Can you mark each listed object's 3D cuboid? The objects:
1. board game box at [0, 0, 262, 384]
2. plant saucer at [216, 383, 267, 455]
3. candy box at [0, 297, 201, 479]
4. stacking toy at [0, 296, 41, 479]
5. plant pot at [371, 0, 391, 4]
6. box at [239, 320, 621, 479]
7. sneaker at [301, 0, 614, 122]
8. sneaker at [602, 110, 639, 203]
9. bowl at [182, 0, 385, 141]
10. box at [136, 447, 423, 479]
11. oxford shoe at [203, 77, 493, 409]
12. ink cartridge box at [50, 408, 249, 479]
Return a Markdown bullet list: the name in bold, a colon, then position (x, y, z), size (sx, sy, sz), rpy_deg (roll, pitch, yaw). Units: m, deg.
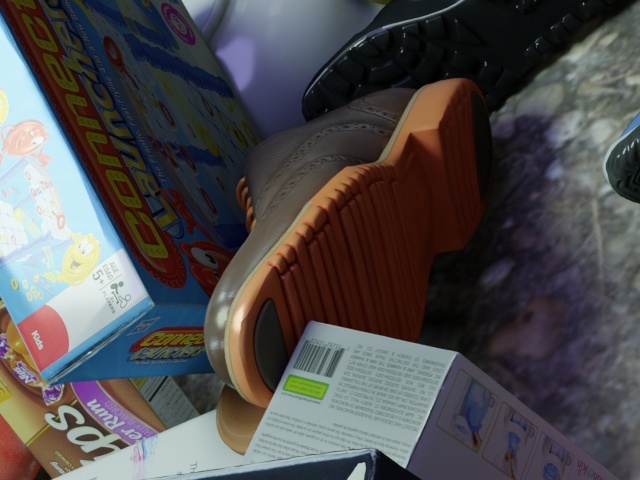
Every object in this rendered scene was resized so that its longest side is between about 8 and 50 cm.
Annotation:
- **board game box**: position (-0.136, -0.060, 1.030), size (0.086, 0.302, 0.308), rpy_deg (-35, 75, 18)
- **plant saucer**: position (-0.032, 0.093, 0.948), size (0.083, 0.013, 0.083), rpy_deg (-26, 42, 26)
- **candy box**: position (-0.169, 0.113, 1.114), size (0.109, 0.187, 0.053), rpy_deg (-30, 11, 24)
- **stacking toy**: position (-0.235, 0.051, 1.277), size (0.309, 0.130, 0.279), rpy_deg (-61, 6, 19)
- **plant pot**: position (0.054, -0.248, 1.235), size (0.095, 0.134, 0.134), rpy_deg (-56, 33, 29)
- **box**: position (0.070, 0.139, 0.842), size (0.114, 0.203, 0.103), rpy_deg (10, 68, 46)
- **sneaker**: position (0.110, -0.170, 1.150), size (0.283, 0.107, 0.124), rpy_deg (-33, 27, 16)
- **sneaker**: position (0.259, -0.102, 0.957), size (0.211, 0.080, 0.081), rpy_deg (-39, 33, 0)
- **bowl**: position (-0.092, -0.147, 1.283), size (0.298, 0.134, 0.298), rpy_deg (-26, 45, 28)
- **box**: position (0.024, 0.312, 0.667), size (0.179, 0.312, 0.343), rpy_deg (-14, 52, 37)
- **oxford shoe**: position (0.000, 0.000, 0.975), size (0.132, 0.130, 0.363), rpy_deg (0, 22, 24)
- **ink cartridge box**: position (-0.085, 0.234, 0.988), size (0.278, 0.117, 0.201), rpy_deg (-25, 44, 28)
